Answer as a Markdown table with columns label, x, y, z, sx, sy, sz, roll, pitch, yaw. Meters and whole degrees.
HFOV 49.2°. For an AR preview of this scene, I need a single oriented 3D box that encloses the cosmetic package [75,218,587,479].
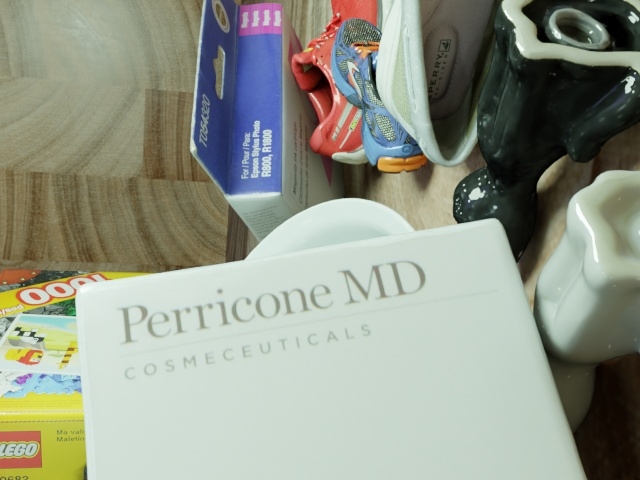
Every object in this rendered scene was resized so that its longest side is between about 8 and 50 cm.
| label | x | y | z | sx | sy | sz | roll | pitch | yaw |
| --- | --- | --- | --- | --- | --- | --- | --- | --- | --- |
| cosmetic package | 0.028 | 0.237 | 0.338 | 0.161 | 0.229 | 0.454 | 101 | 158 | -66 |

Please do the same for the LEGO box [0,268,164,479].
| label | x | y | z | sx | sy | sz | roll | pitch | yaw |
| --- | --- | --- | --- | --- | --- | --- | --- | --- | --- |
| LEGO box | -0.226 | 0.209 | 1.003 | 0.372 | 0.499 | 0.193 | -116 | 31 | -63 |

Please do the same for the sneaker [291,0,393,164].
| label | x | y | z | sx | sy | sz | roll | pitch | yaw |
| --- | --- | --- | --- | --- | --- | --- | --- | --- | --- |
| sneaker | 0.024 | -0.229 | 0.849 | 0.107 | 0.118 | 0.279 | 130 | 140 | -67 |

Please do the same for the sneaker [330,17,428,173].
| label | x | y | z | sx | sy | sz | roll | pitch | yaw |
| --- | --- | --- | --- | --- | --- | --- | --- | --- | --- |
| sneaker | 0.068 | -0.172 | 0.731 | 0.087 | 0.083 | 0.221 | 97 | 159 | -48 |

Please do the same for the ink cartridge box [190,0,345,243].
| label | x | y | z | sx | sy | sz | roll | pitch | yaw |
| --- | --- | --- | --- | --- | --- | --- | --- | --- | --- |
| ink cartridge box | -0.044 | -0.129 | 0.866 | 0.330 | 0.071 | 0.324 | 59 | -157 | -51 |

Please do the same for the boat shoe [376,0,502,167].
| label | x | y | z | sx | sy | sz | roll | pitch | yaw |
| --- | --- | --- | --- | --- | --- | --- | --- | --- | --- |
| boat shoe | 0.109 | -0.206 | 0.509 | 0.103 | 0.118 | 0.321 | -110 | 21 | -45 |

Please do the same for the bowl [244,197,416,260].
| label | x | y | z | sx | sy | sz | roll | pitch | yaw |
| --- | --- | --- | --- | --- | --- | --- | --- | --- | --- |
| bowl | 0.022 | 0.123 | 0.637 | 0.297 | 0.134 | 0.298 | -26 | 49 | 34 |

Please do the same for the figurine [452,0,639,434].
| label | x | y | z | sx | sy | sz | roll | pitch | yaw |
| --- | --- | --- | --- | --- | --- | --- | --- | --- | --- |
| figurine | 0.140 | 0.001 | 0.415 | 0.209 | 0.092 | 0.215 | 98 | 167 | -57 |
